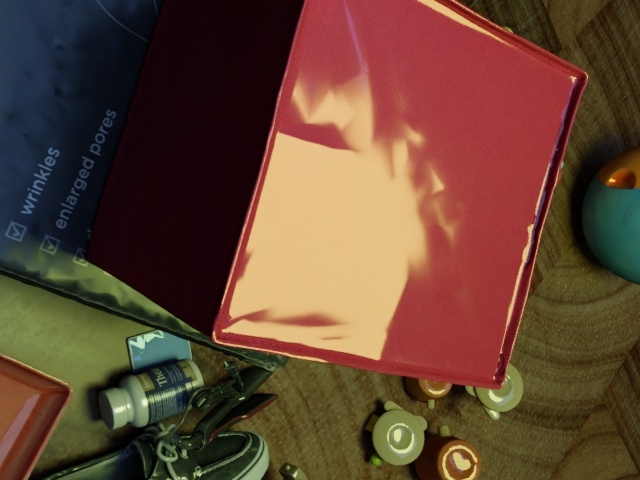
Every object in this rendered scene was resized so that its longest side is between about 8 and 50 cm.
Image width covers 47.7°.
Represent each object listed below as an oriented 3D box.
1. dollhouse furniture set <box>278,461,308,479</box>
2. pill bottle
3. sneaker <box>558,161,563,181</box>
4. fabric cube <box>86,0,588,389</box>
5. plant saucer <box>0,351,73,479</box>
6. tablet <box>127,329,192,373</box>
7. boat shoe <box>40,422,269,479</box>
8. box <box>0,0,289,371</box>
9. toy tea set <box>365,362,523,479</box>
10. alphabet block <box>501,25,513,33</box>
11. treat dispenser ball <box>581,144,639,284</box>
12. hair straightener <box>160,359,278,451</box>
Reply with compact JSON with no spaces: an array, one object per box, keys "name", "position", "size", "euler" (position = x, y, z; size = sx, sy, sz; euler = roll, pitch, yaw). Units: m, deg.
[{"name":"dollhouse furniture set","position":[-0.086,0.344,0.959],"size":[0.144,0.151,0.123],"euler":[-45,115,-30]},{"name":"pill bottle","position":[-0.213,0.195,0.914],"size":[0.120,0.067,0.067],"euler":[-13,98,-36]},{"name":"sneaker","position":[0.396,-0.076,1.350],"size":[0.145,0.090,0.270],"euler":[-10,94,-34]},{"name":"fabric cube","position":[0.002,-0.054,0.574],"size":[0.254,0.258,0.259],"euler":[17,89,-33]},{"name":"plant saucer","position":[-0.438,0.218,0.760],"size":[0.259,0.048,0.258],"euler":[36,70,-31]},{"name":"tablet","position":[-0.211,0.144,0.953],"size":[0.083,0.006,0.054],"euler":[-14,99,-35]},{"name":"boat shoe","position":[-0.203,0.283,0.895],"size":[0.306,0.113,0.104],"euler":[-11,112,-27]},{"name":"box","position":[-0.197,-0.182,0.750],"size":[0.472,0.297,0.479],"euler":[27,83,-35]},{"name":"toy tea set","position":[0.217,0.268,1.232],"size":[0.200,0.124,0.336],"euler":[36,71,0]},{"name":"alphabet block","position":[0.218,-0.194,1.127],"size":[0.197,0.194,0.192],"euler":[39,66,-47]},{"name":"treat dispenser ball","position":[0.668,-0.050,1.428],"size":[0.288,0.288,0.288],"euler":[0,91,-37]},{"name":"hair straightener","position":[-0.129,0.201,0.938],"size":[0.230,0.047,0.089],"euler":[-17,102,-60]}]
